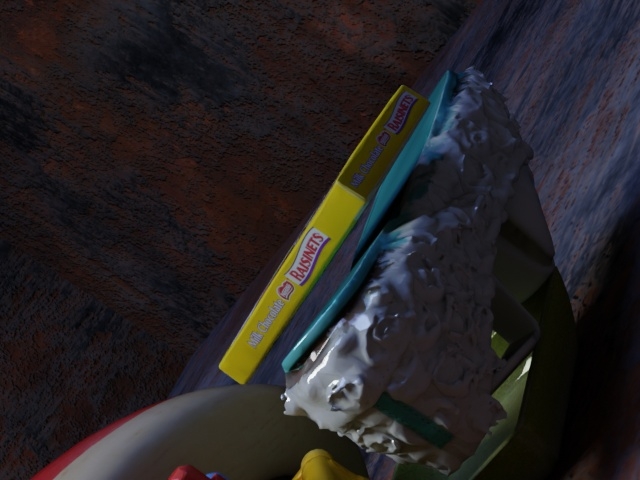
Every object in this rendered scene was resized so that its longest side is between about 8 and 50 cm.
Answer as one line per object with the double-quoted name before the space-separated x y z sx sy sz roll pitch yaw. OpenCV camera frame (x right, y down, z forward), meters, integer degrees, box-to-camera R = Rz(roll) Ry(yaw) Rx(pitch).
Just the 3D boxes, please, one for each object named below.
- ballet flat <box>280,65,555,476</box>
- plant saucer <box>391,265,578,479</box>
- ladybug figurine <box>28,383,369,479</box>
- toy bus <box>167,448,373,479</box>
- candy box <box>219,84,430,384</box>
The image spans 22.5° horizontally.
"ballet flat" 0.080 0.020 1.024 0.147 0.147 0.409 -53 4 30
"plant saucer" 0.107 0.134 1.056 0.188 0.045 0.188 -53 7 34
"ladybug figurine" -0.121 0.251 0.978 0.449 0.162 0.305 -34 -57 -54
"toy bus" -0.017 0.217 0.834 0.220 0.211 0.149 -58 7 2
"candy box" 0.000 0.000 1.014 0.105 0.027 0.206 -54 -2 -44
